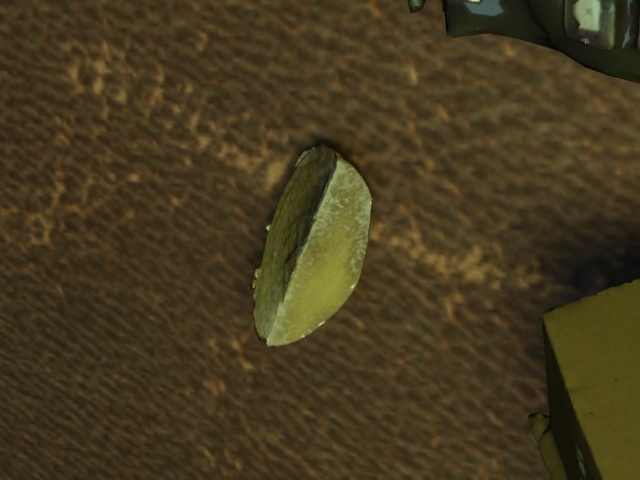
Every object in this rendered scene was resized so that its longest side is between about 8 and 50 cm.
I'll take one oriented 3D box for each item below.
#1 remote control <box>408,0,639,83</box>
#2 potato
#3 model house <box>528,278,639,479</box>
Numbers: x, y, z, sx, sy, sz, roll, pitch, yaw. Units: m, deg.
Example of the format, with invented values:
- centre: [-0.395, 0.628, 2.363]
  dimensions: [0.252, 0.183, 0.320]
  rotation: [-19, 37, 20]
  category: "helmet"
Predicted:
- centre: [0.206, -0.085, 0.501]
  dimensions: [0.399, 0.062, 0.144]
  rotation: [16, 123, 30]
  category: "remote control"
- centre: [0.000, 0.000, 0.739]
  dimensions: [0.093, 0.036, 0.037]
  rotation: [-69, 28, 20]
  category: "potato"
- centre: [0.180, 0.142, 0.600]
  dimensions: [0.181, 0.176, 0.248]
  rotation: [-107, 4, -45]
  category: "model house"
